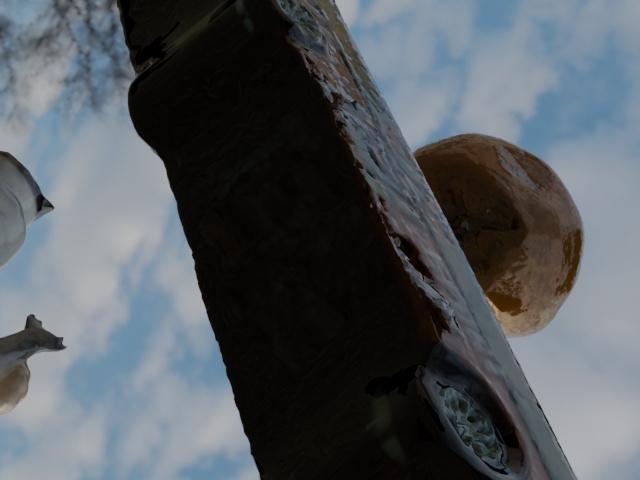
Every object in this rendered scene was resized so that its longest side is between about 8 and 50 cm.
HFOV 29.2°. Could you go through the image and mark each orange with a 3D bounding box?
[{"bbox_3d":[0.176,-0.010,1.386,0.249,0.183,0.249,-1,-104,5],"label":"orange"}]

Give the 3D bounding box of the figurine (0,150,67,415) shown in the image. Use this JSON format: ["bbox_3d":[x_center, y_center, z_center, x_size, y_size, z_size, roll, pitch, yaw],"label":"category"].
[{"bbox_3d":[-0.144,0.026,0.249,0.112,0.137,0.229,-7,-154,34],"label":"figurine"}]

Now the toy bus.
[{"bbox_3d":[0.000,0.000,0.494,0.093,0.092,0.409,-39,-131,21],"label":"toy bus"}]
